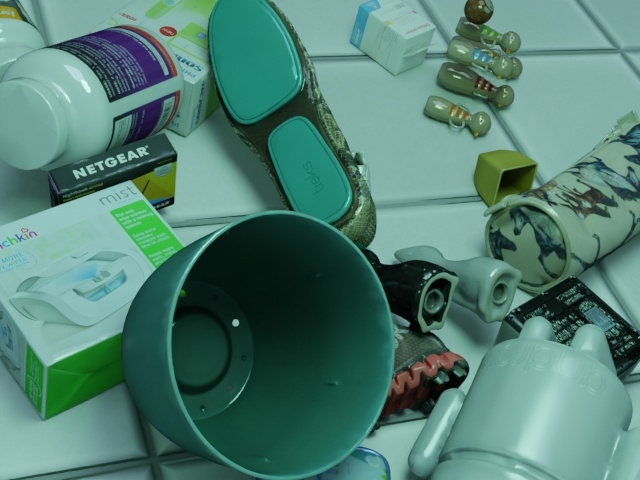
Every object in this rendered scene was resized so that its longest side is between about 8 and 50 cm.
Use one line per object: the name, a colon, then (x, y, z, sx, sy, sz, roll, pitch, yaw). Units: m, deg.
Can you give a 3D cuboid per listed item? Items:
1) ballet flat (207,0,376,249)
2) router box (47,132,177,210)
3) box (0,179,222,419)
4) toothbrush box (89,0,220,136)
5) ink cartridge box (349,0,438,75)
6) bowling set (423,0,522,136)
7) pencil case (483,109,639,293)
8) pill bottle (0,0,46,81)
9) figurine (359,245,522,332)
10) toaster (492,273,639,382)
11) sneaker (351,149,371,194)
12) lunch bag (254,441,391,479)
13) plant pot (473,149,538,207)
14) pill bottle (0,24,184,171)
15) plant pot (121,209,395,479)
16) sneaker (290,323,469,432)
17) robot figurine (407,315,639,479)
ballet flat: (-0.043, -0.177, 1.650, 0.164, 0.182, 0.482, -30, 65, 9)
router box: (-0.297, -0.074, 1.495, 0.179, 0.133, 0.046, -22, 64, -22)
box: (-0.306, 0.071, 1.378, 0.262, 0.126, 0.231, -24, 59, -34)
toothbrush box: (-0.238, -0.333, 1.803, 0.206, 0.122, 0.283, 28, 46, 11)
ink cartridge box: (0.145, -0.392, 2.000, 0.092, 0.090, 0.143, -29, 61, -37)
bowling set: (0.312, -0.340, 1.932, 0.154, 0.199, 0.287, 21, 48, 2)
pencil case: (0.443, -0.064, 1.712, 0.410, 0.160, 0.183, -29, 76, -37)
pill bottle: (-0.536, -0.320, 1.668, 0.162, 0.162, 0.278, -17, 53, -30)
figurine: (0.149, 0.051, 1.518, 0.215, 0.092, 0.209, -3, 17, -38)
toaster: (0.366, 0.160, 1.503, 0.168, 0.110, 0.186, -26, 58, -34)
sneaker: (0.057, -0.087, 1.691, 0.054, 0.061, 0.152, 5, 46, -15)
lunch bag: (-0.003, 0.345, 1.223, 0.176, 0.090, 0.219, 8, 43, -4)
plant pot: (0.308, -0.113, 1.784, 0.082, 0.081, 0.083, -14, 40, -28)
pill bottle: (-0.348, -0.208, 1.537, 0.182, 0.181, 0.323, 28, 27, 11)
plant pot: (-0.099, 0.126, 1.222, 0.293, 0.235, 0.292, 6, 79, -34)
sneaker: (0.063, 0.181, 1.399, 0.276, 0.097, 0.135, -14, 52, -31)
robot figurine: (0.256, 0.263, 1.279, 0.300, 0.199, 0.353, 3, 50, 36)
